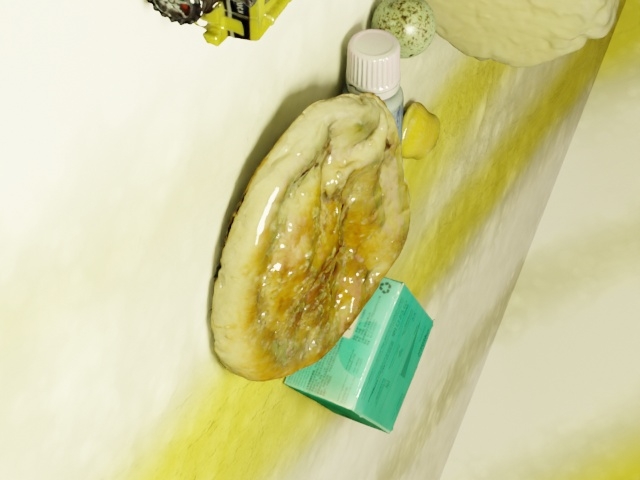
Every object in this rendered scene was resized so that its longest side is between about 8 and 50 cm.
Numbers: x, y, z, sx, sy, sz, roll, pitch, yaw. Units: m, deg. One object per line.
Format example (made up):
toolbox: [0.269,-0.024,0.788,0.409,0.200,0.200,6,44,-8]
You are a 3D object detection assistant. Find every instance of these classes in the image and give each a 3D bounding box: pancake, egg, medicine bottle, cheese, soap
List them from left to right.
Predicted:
pancake: [-0.001,0.001,1.589,0.387,0.082,0.387,-42,145,-38]
medicine bottle: [0.068,-0.176,1.684,0.203,0.083,0.083,91,25,-48]
egg: [0.110,-0.281,1.703,0.110,0.085,0.085,-21,128,-72]
soap: [0.151,-0.166,2.031,0.089,0.033,0.168,-69,163,1]
cheese: [0.243,-0.361,1.732,0.318,0.326,0.115,-27,-142,57]

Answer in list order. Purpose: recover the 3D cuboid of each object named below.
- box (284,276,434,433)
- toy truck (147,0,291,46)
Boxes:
box: [0.066,0.168,1.977,0.205,0.118,0.311,-66,162,-7]
toy truck: [-0.084,-0.290,1.068,0.136,0.111,0.286,-58,156,-32]
